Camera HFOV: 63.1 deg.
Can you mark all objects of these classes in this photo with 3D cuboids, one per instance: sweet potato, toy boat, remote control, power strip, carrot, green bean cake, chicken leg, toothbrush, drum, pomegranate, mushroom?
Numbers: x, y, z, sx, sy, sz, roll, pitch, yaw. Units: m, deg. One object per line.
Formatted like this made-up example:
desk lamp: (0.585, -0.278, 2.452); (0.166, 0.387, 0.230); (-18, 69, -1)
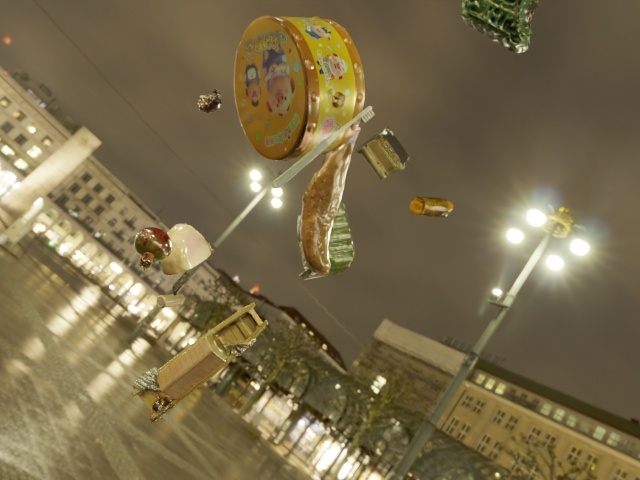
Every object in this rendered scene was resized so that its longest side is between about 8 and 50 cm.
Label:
sweet potato: (0.005, -0.089, 1.350); (0.114, 0.342, 0.092); (13, 2, 35)
toy boat: (-0.344, 0.337, 1.490); (0.136, 0.445, 0.162); (52, 0, 6)
remote control: (-0.398, 0.122, 1.492); (0.016, 0.034, 0.091); (14, -44, -37)
power strip: (0.082, -0.376, 2.100); (0.279, 0.109, 0.038); (110, -39, -64)
carrot: (0.444, -0.133, 2.066); (0.173, 0.082, 0.082); (1, 2, -29)
green bean cake: (0.464, -0.592, 1.262); (0.193, 0.208, 0.107); (40, 22, 23)
chicken leg: (-0.536, -0.667, 2.514); (0.063, 0.105, 0.233); (24, -13, -37)
toothbrush: (0.005, -0.249, 1.410); (0.030, 0.342, 0.025); (52, 3, -18)
drum: (-0.078, -0.460, 1.586); (0.431, 0.214, 0.432); (26, -57, 48)
pomegranate: (-0.593, 0.021, 1.812); (0.129, 0.159, 0.130); (7, -63, 15)
mushroom: (-0.609, 0.035, 2.172); (0.236, 0.173, 0.162); (-7, -67, 27)
green bean cake: (0.000, 0.000, 2.380); (0.335, 0.217, 0.319); (139, -59, -69)

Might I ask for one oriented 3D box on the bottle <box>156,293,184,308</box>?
bottle: (-0.517, 0.208, 1.804); (0.045, 0.045, 0.096); (30, 14, 27)

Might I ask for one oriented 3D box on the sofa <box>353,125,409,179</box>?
sofa: (0.284, -0.395, 2.452); (0.200, 0.182, 0.258); (52, 25, -7)
